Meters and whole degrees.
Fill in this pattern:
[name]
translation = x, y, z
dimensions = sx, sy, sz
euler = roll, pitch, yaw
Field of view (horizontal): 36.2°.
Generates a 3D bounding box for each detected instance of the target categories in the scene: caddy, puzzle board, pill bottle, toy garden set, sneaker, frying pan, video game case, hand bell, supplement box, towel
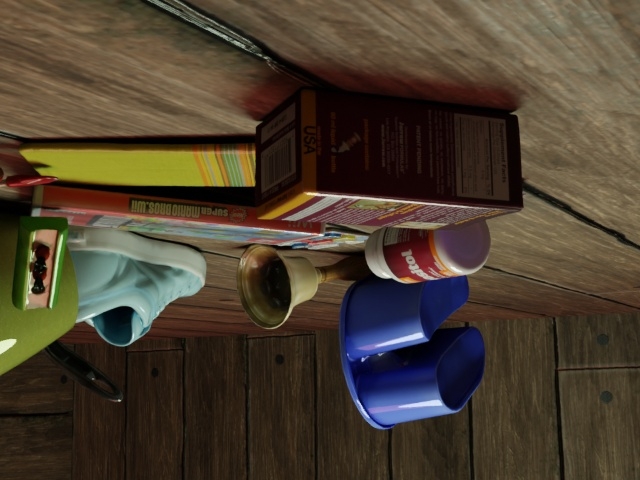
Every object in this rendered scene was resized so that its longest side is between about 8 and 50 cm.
[caddy]
translation = 0.138, 0.164, 1.605
dimensions = 0.179, 0.241, 0.341
euler = -13, -174, 26
[puzzle board]
translation = 0.000, 0.000, 1.372
dimensions = 0.128, 0.011, 0.096
euler = -8, 168, 41
[pill bottle]
translation = 0.125, 0.007, 1.186
dimensions = 0.086, 0.086, 0.152
euler = 5, 169, -34
[toy garden set]
translation = -0.344, -0.002, 0.855
dimensions = 0.244, 0.049, 0.204
euler = 0, 134, -23
[sneaker]
translation = -0.271, 0.074, 1.365
dimensions = 0.135, 0.150, 0.366
euler = -4, 171, 21
[frying pan]
translation = -0.411, 0.103, 1.232
dimensions = 0.197, 0.326, 0.053
euler = -19, 145, -40
[video game case]
translation = -0.159, -0.024, 1.039
dimensions = 0.285, 0.025, 0.204
euler = 5, 176, -17
[hand bell]
translation = 0.004, 0.053, 1.501
dimensions = 0.242, 0.126, 0.126
euler = -9, 179, -42
[supplement box]
translation = 0.053, -0.059, 0.776
dimensions = 0.188, 0.081, 0.104
euler = 3, 170, -23
[towel]
translation = -0.139, -0.072, 0.880
dimensions = 0.237, 0.021, 0.102
euler = 0, 166, -1

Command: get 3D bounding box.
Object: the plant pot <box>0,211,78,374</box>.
[plant pot]
translation = -0.432, 0.066, 1.084
dimensions = 0.293, 0.275, 0.275
euler = -14, 179, -34

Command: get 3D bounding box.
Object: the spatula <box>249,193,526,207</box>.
[spatula]
translation = 0.070, -0.037, 1.066
dimensions = 0.296, 0.030, 0.084
euler = 2, 177, 3
